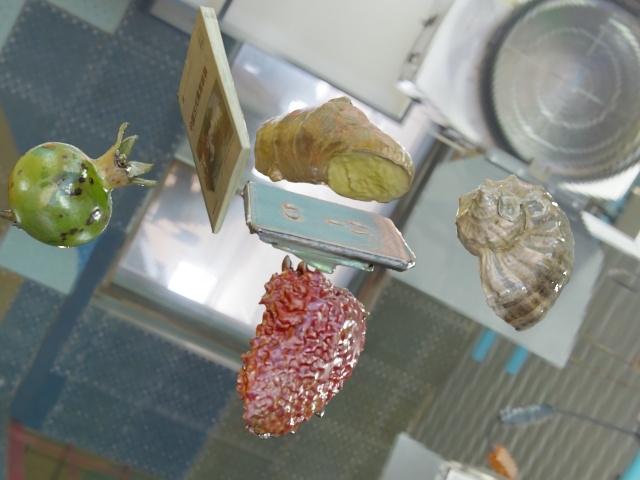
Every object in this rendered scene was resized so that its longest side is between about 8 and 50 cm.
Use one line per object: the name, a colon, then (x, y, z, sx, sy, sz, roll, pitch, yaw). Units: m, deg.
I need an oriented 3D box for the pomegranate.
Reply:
pomegranate: (-0.346, -0.083, 1.685, 0.220, 0.156, 0.156, -41, -164, -17)

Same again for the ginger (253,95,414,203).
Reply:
ginger: (0.024, -0.144, 1.899, 0.190, 0.126, 0.354, -44, -141, -14)

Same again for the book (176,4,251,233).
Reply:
book: (-0.166, -0.183, 1.805, 0.215, 0.025, 0.283, 115, -35, -48)

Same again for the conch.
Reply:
conch: (0.329, 0.013, 1.873, 0.159, 0.291, 0.210, -32, -138, 23)

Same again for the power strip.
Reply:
power strip: (0.000, 0.000, 1.483, 0.198, 0.213, 0.065, -107, -147, -72)

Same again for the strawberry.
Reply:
strawberry: (-0.010, 0.193, 1.940, 0.137, 0.233, 0.306, -10, -129, 35)
